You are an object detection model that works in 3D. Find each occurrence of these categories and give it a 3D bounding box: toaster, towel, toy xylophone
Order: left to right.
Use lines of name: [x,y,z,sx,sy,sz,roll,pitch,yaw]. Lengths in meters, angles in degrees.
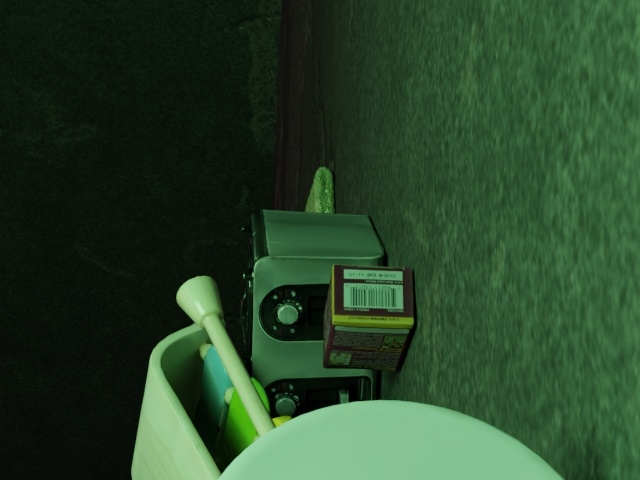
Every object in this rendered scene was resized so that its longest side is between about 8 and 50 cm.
toy xylophone: [-0.042,0.171,0.800,0.323,0.081,0.236,58,143,36]
toaster: [-0.012,0.070,0.978,0.186,0.110,0.168,-107,19,-74]
towel: [0.000,0.000,1.359,0.110,0.027,0.148,104,166,-67]

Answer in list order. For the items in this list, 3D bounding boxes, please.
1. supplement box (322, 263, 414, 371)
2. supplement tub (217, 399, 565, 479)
supplement box: [0.031,0.053,0.801,0.083,0.055,0.043,101,171,-61]
supplement tub: [0.017,0.165,0.402,0.144,0.144,0.200,-94,7,-48]
